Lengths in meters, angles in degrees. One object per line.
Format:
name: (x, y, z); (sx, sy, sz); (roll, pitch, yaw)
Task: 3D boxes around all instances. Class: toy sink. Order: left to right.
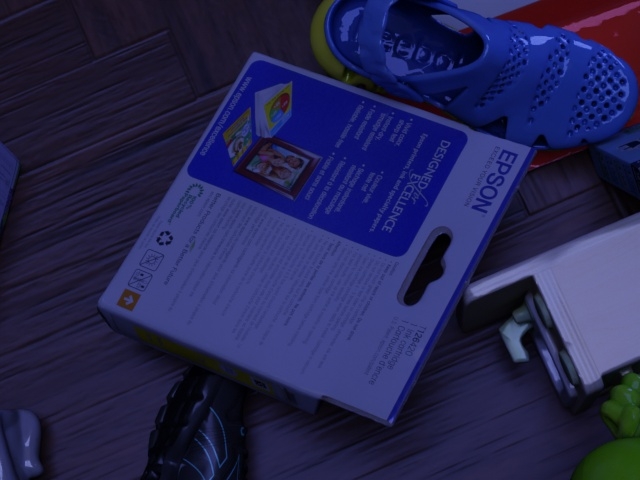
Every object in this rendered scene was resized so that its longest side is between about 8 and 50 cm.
toy sink: (0.256, 0.072, 1.474); (0.234, 0.153, 0.131); (-22, 75, -2)

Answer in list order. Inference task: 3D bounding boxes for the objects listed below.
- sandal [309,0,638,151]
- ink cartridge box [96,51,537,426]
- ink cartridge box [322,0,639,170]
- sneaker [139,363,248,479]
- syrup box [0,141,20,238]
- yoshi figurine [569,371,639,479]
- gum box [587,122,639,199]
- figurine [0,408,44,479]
sandal: (0.145, -0.163, 1.513); (0.317, 0.138, 0.126); (12, 88, -2)
ink cartridge box: (0.000, 0.000, 1.493); (0.307, 0.072, 0.303); (22, 67, 19)
ink cartridge box: (0.160, -0.260, 1.603); (0.308, 0.091, 0.385); (-21, 73, -1)
sneaker: (-0.113, 0.219, 1.509); (0.106, 0.101, 0.267); (29, 71, -18)
syrup box: (-0.375, 0.013, 1.568); (0.093, 0.096, 0.236); (10, 76, 9)
yoshi figurine: (0.328, 0.197, 1.358); (0.362, 0.204, 0.203); (-29, 108, -29)
gum box: (0.346, -0.090, 1.495); (0.157, 0.184, 0.041); (-20, 101, -1)
figurine: (-0.349, 0.279, 1.509); (0.215, 0.092, 0.209); (-14, 82, 0)
